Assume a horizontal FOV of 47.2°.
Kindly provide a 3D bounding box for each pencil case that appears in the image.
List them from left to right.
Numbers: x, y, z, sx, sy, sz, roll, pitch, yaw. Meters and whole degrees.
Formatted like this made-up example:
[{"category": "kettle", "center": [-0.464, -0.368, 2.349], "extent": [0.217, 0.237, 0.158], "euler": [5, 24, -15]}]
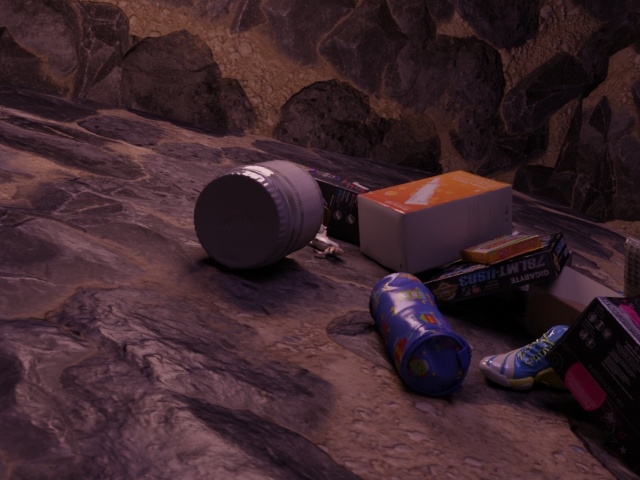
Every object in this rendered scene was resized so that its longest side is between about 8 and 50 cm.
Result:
[{"category": "pencil case", "center": [0.176, 0.161, 1.326], "extent": [0.133, 0.120, 0.306], "euler": [-10, 19, -5]}]

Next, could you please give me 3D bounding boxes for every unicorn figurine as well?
[{"category": "unicorn figurine", "center": [0.000, 0.000, 1.865], "extent": [0.111, 0.060, 0.162], "euler": [2, 37, -45]}]

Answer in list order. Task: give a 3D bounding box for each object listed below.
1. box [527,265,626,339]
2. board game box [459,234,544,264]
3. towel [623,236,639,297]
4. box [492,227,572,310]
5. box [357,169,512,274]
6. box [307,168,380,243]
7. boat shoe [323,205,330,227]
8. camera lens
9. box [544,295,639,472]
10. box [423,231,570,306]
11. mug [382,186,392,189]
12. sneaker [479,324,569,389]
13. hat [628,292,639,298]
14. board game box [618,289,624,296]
[{"category": "box", "center": [0.596, 0.190, 1.575], "extent": [0.121, 0.148, 0.311], "euler": [-19, 28, -23]}, {"category": "board game box", "center": [0.413, 0.020, 1.693], "extent": [0.124, 0.039, 0.259], "euler": [-19, 4, -3]}, {"category": "towel", "center": [0.860, 0.169, 1.736], "extent": [0.056, 0.324, 0.312], "euler": [-34, 42, -24]}, {"category": "box", "center": [0.531, 0.071, 1.954], "extent": [0.183, 0.056, 0.231], "euler": [28, 50, 36]}, {"category": "box", "center": [0.299, -0.054, 1.912], "extent": [0.345, 0.169, 0.215], "euler": [-15, 23, -26]}, {"category": "box", "center": [0.070, -0.091, 2.077], "extent": [0.270, 0.144, 0.165], "euler": [19, 14, 8]}, {"category": "boat shoe", "center": [-0.109, -0.080, 1.924], "extent": [0.285, 0.105, 0.089], "euler": [8, 20, -28]}, {"category": "camera lens", "center": [-0.127, -0.061, 1.609], "extent": [0.219, 0.220, 0.274], "euler": [20, 15, 15]}, {"category": "box", "center": [0.538, 0.234, 1.239], "extent": [0.142, 0.163, 0.247], "euler": [5, 39, -36]}, {"category": "box", "center": [0.422, 0.068, 1.732], "extent": [0.295, 0.074, 0.293], "euler": [-18, 2, 24]}, {"category": "mug", "center": [0.219, -0.094, 2.320], "extent": [0.097, 0.158, 0.130], "euler": [3, 44, -34]}, {"category": "sneaker", "center": [0.409, 0.211, 1.386], "extent": [0.240, 0.126, 0.091], "euler": [8, 17, -31]}, {"category": "hat", "center": [0.653, 0.146, 1.767], "extent": [0.208, 0.184, 0.173], "euler": [11, 17, -21]}, {"category": "board game box", "center": [1.027, 0.237, 2.050], "extent": [0.346, 0.078, 0.233], "euler": [9, 17, -26]}]
